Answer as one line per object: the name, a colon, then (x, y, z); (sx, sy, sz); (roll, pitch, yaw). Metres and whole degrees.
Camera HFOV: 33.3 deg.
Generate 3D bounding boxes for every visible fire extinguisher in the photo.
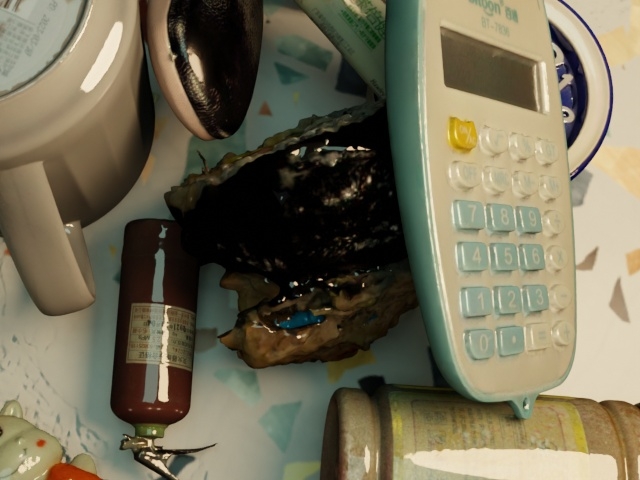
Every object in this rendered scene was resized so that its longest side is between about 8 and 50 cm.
fire extinguisher: (-0.133, 0.100, 0.944); (0.099, 0.071, 0.231); (8, 74, -27)

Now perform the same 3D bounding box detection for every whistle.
whistle: (-0.220, 0.230, 0.881); (0.253, 0.106, 0.101); (41, 91, 5)

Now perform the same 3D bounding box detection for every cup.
cup: (-0.246, -0.103, 0.844); (0.237, 0.327, 0.322); (-15, 82, -9)

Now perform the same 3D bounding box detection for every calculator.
calculator: (0.139, -0.048, 0.869); (0.054, 0.256, 0.386); (-12, 82, 36)

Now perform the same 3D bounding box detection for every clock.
clock: (0.161, -0.138, 1.035); (0.231, 0.083, 0.230); (2, 72, -6)

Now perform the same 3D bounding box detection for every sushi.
sushi: (0.002, 0.005, 0.902); (0.239, 0.225, 0.218); (-13, 103, 8)

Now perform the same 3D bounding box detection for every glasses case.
glasses case: (-0.097, -0.207, 0.943); (0.075, 0.122, 0.314); (-12, 41, 12)

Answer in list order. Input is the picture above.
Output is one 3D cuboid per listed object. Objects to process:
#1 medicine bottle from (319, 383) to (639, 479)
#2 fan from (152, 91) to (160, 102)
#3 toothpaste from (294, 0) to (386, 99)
medicine bottle: (0.166, 0.205, 0.905); (0.323, 0.151, 0.151); (5, 75, -5)
fan: (-0.275, -0.159, 1.026); (0.240, 0.009, 0.131); (19, 76, -2)
toothpaste: (0.019, -0.204, 0.947); (0.314, 0.056, 0.058); (45, 118, -11)
